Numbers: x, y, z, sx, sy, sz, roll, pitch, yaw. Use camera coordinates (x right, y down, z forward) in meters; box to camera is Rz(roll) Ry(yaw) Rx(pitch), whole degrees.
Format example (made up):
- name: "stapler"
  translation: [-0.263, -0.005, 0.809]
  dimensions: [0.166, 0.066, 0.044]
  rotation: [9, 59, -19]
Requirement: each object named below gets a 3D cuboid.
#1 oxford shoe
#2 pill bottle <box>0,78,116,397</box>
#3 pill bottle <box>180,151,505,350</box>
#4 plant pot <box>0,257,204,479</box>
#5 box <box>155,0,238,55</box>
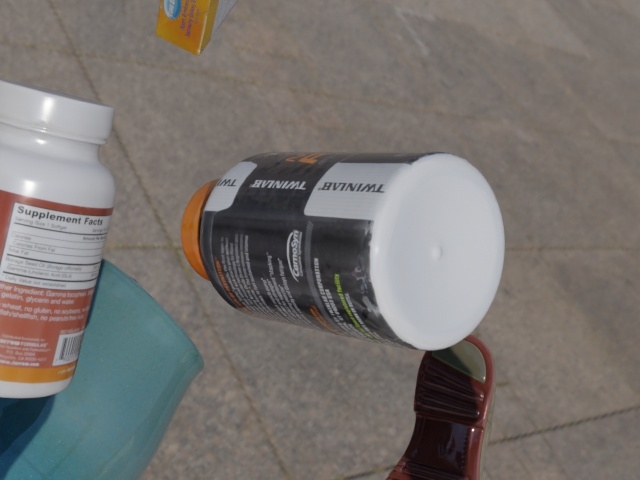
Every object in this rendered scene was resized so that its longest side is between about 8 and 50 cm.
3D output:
- name: "oxford shoe"
  translation: [0.158, 0.291, 1.314]
  dimensions: [0.123, 0.348, 0.130]
  rotation: [18, -1, 20]
- name: "pill bottle"
  translation: [-0.220, -0.004, 0.763]
  dimensions: [0.121, 0.216, 0.121]
  rotation: [14, 6, -1]
- name: "pill bottle"
  translation: [0.000, 0.000, 0.749]
  dimensions: [0.130, 0.245, 0.131]
  rotation: [-4, 97, -41]
- name: "plant pot"
  translation: [-0.275, 0.162, 1.118]
  dimensions: [0.271, 0.271, 0.255]
  rotation: [44, 72, -1]
- name: "box"
  translation: [-0.033, -0.161, 0.495]
  dimensions: [0.028, 0.081, 0.136]
  rotation: [25, 54, 1]
